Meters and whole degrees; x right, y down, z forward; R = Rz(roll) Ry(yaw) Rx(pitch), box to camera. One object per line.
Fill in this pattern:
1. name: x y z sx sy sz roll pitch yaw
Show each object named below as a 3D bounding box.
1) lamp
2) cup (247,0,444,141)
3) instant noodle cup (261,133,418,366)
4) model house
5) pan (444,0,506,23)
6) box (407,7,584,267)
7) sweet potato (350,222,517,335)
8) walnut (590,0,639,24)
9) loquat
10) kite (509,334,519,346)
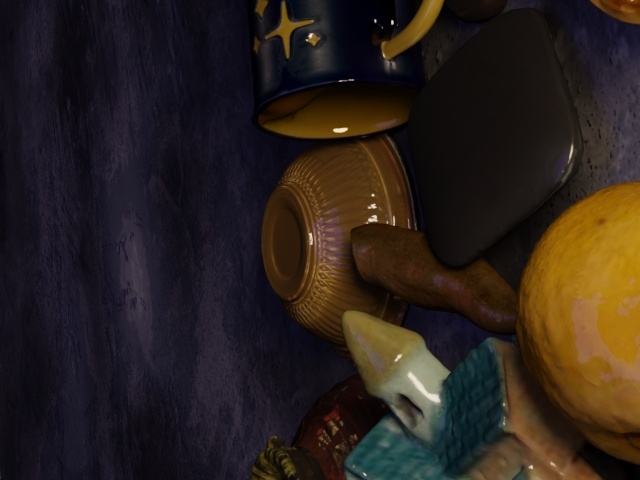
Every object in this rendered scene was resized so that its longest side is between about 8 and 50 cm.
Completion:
1. lamp: 0.051 0.239 1.349 0.247 0.247 0.247 3 93 63
2. cup: 0.045 -0.253 1.450 0.255 0.178 0.256 -12 75 28
3. instant noodle cup: 0.000 0.000 1.589 0.274 0.090 0.274 5 96 64
4. model house: 0.104 0.193 1.122 0.325 0.194 0.267 47 142 7
5. pan: 0.158 -0.276 1.325 0.212 0.040 0.115 -45 57 55
6. box: 0.150 -0.089 1.310 0.212 0.042 0.201 -46 43 44
7. sweet potato: 0.122 0.038 1.376 0.243 0.077 0.077 22 111 45
8. walnut: 0.266 -0.238 1.056 0.211 0.087 0.167 -171 74 -65
9. loquat: 0.238 0.052 0.993 0.208 0.208 0.208 3 93 63
10. kite: 0.217 0.156 1.252 0.250 0.012 0.229 58 138 48
